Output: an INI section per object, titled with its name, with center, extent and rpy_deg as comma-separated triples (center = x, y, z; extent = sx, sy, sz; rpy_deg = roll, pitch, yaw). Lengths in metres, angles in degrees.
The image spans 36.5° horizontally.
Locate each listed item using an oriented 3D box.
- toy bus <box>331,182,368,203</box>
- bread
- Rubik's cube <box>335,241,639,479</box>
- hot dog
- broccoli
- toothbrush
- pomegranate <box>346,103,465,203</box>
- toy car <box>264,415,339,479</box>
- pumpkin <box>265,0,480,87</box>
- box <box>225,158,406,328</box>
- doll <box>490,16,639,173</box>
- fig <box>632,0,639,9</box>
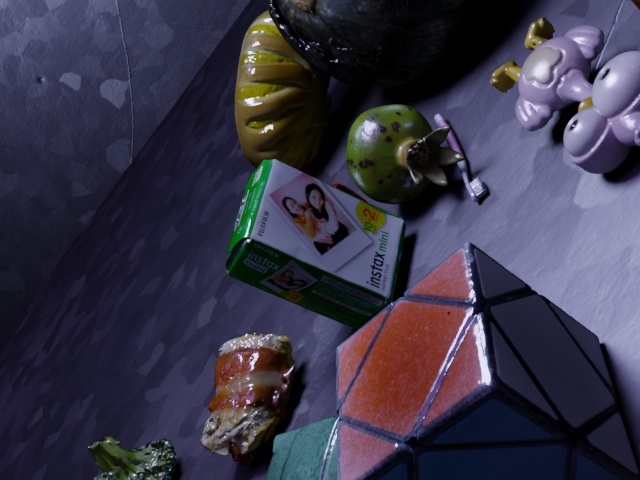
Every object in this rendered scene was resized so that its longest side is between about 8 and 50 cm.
[toy bus]
center = 0.000, 0.000, 1.646
extent = 0.195, 0.081, 0.089
rpy_deg = -58, 13, -7
[bread]
center = -0.064, -0.294, 1.936
extent = 0.160, 0.333, 0.333
rpy_deg = 5, 52, 16
[Rubik's cube]
center = 0.153, 0.168, 0.949
extent = 0.205, 0.205, 0.207
rpy_deg = -43, 27, 27
[hot dog]
center = -0.105, 0.241, 1.501
extent = 0.146, 0.103, 0.213
rpy_deg = -5, 60, 35
[broccoli]
center = -0.329, 0.395, 1.643
extent = 0.167, 0.160, 0.154
rpy_deg = -29, 11, 13
[toothbrush]
center = 0.212, -0.134, 1.487
extent = 0.025, 0.020, 0.286
rpy_deg = -39, 27, 16
[pomegranate]
center = 0.134, -0.131, 1.491
extent = 0.220, 0.156, 0.156
rpy_deg = 8, 64, 44
[toy car]
center = 0.021, 0.282, 1.185
extent = 0.320, 0.097, 0.141
rpy_deg = -27, 36, 49
[pumpkin]
center = 0.082, -0.485, 1.687
extent = 0.344, 0.454, 0.454
rpy_deg = -38, 9, -38
[box]
center = -0.004, 0.006, 1.427
extent = 0.103, 0.250, 0.180
rpy_deg = 127, 161, -50
[doll]
center = 0.333, -0.186, 1.226
extent = 0.160, 0.094, 0.365
rpy_deg = -53, 22, 13
[fig]
center = 0.450, -0.357, 1.139
extent = 0.205, 0.205, 0.205
rpy_deg = -43, 25, 26
